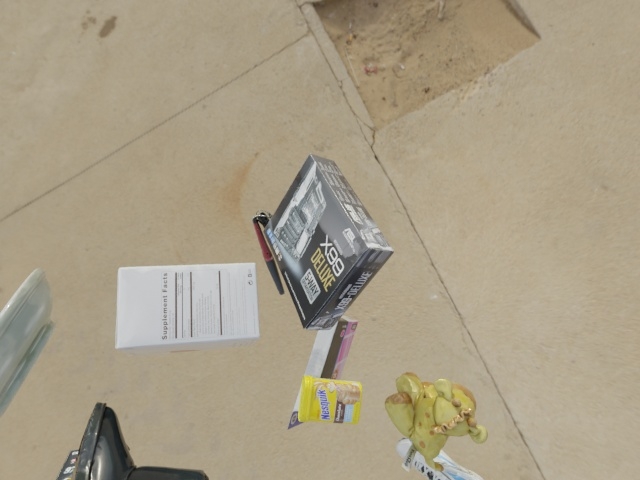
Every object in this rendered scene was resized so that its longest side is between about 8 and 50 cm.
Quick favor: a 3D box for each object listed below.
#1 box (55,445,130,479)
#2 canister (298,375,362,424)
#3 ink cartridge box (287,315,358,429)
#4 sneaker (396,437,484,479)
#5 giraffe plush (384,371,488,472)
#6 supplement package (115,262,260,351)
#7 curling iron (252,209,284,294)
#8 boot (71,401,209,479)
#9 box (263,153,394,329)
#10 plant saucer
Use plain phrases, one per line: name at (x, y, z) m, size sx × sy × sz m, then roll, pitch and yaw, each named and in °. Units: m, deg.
box at (-0.804, 0.811, 1.568) m, size 0.220 × 0.175 × 0.051 m, roll -11°, pitch 121°, yaw 6°
canister at (0.028, 0.461, 1.293) m, size 0.169 × 0.073 × 0.126 m, roll 7°, pitch 85°, yaw -8°
ink cartridge box at (0.011, 0.423, 1.439) m, size 0.069 × 0.175 × 0.372 m, roll 19°, pitch 89°, yaw 27°
sneaker at (0.289, 0.569, 1.104) m, size 0.237 × 0.086 × 0.085 m, roll 22°, pitch 120°, yaw 29°
giraffe plush at (0.249, 0.357, 0.932) m, size 0.181 × 0.210 × 0.170 m, roll 33°, pitch 128°, yaw -8°
supplement package at (-0.297, 0.161, 1.030) m, size 0.292 × 0.177 × 0.176 m, roll -1°, pitch 72°, yaw -14°
curling iron at (-0.145, 0.041, 1.327) m, size 0.068 × 0.035 × 0.274 m, roll -4°, pitch 111°, yaw 15°
boot at (-0.295, 0.389, 0.741) m, size 0.094 × 0.207 × 0.247 m, roll -62°, pitch 27°, yaw 21°
box at (0.000, 0.000, 0.977) m, size 0.243 × 0.076 × 0.308 m, roll -55°, pitch 44°, yaw 30°
plant saucer at (-0.664, 0.255, 0.946) m, size 0.100 × 0.400 × 0.401 m, roll 32°, pitch 91°, yaw -24°
